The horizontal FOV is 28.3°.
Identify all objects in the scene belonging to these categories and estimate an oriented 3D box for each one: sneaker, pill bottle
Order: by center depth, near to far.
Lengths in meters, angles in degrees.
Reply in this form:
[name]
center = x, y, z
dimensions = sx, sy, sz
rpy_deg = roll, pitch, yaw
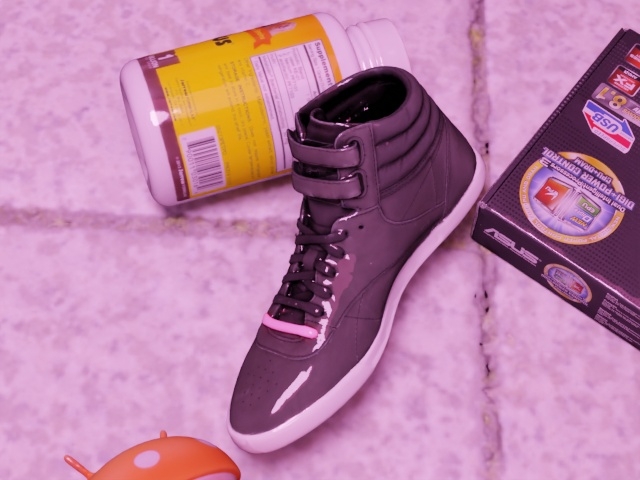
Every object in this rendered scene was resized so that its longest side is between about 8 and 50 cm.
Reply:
[sneaker]
center = 0.000, 0.000, 0.896
dimensions = 0.104, 0.147, 0.296
rpy_deg = 15, 62, 43
[pill bottle]
center = -0.040, -0.108, 0.987
dimensions = 0.215, 0.117, 0.117
rpy_deg = -16, 64, -10

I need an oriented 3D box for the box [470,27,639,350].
[box]
center = 0.287, -0.016, 0.981
dimensions = 0.270, 0.060, 0.216
rpy_deg = 35, 66, 16

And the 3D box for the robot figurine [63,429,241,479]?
[robot figurine]
center = -0.082, 0.219, 0.807
dimensions = 0.158, 0.128, 0.219
rpy_deg = -31, 67, -9
